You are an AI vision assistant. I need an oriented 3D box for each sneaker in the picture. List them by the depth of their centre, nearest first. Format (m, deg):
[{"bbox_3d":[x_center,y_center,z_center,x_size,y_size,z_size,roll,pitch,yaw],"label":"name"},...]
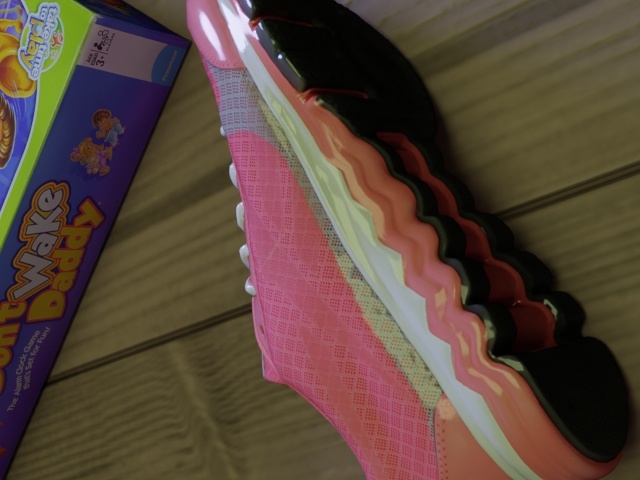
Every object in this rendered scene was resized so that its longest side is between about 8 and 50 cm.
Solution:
[{"bbox_3d":[0.000,0.000,0.512,0.136,0.116,0.314,-43,64,27],"label":"sneaker"}]

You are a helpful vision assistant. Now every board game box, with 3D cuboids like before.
[{"bbox_3d":[-0.249,-0.024,0.715,0.233,0.078,0.347,34,107,32],"label":"board game box"}]
